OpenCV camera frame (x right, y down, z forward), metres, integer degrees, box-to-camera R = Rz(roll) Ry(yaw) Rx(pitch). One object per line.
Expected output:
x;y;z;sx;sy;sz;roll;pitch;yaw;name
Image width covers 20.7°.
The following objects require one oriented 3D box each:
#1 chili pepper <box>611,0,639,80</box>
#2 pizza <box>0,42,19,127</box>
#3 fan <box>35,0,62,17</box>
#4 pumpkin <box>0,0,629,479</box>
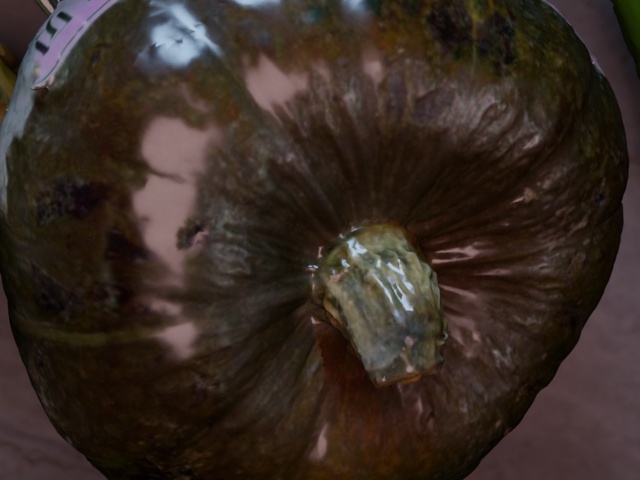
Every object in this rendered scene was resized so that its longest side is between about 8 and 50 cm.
0.154;-0.062;0.754;0.076;0.085;0.359;-27;103;-9;chili pepper
-0.280;-0.075;0.717;0.251;0.074;0.288;-37;102;3;pizza
-0.109;-0.104;0.754;0.038;0.016;0.193;-34;103;1;fan
0.000;0.001;0.685;0.260;0.189;0.260;-7;112;-17;pumpkin
